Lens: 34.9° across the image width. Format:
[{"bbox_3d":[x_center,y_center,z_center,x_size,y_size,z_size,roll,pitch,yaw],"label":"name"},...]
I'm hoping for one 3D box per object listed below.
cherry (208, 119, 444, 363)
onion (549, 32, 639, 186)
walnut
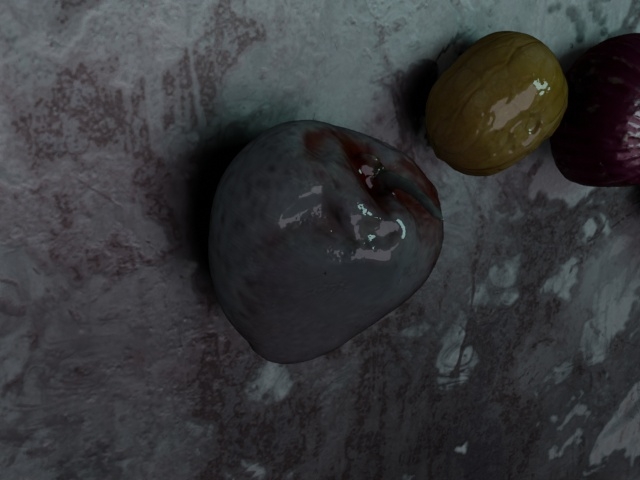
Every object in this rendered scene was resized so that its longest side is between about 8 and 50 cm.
[{"bbox_3d":[-0.008,-0.002,1.353,0.335,0.291,0.326,-38,148,8],"label":"cherry"},{"bbox_3d":[0.481,-0.202,1.599,0.230,0.272,0.256,11,72,-31],"label":"onion"},{"bbox_3d":[0.255,-0.197,1.485,0.225,0.193,0.193,-42,129,-7],"label":"walnut"}]
